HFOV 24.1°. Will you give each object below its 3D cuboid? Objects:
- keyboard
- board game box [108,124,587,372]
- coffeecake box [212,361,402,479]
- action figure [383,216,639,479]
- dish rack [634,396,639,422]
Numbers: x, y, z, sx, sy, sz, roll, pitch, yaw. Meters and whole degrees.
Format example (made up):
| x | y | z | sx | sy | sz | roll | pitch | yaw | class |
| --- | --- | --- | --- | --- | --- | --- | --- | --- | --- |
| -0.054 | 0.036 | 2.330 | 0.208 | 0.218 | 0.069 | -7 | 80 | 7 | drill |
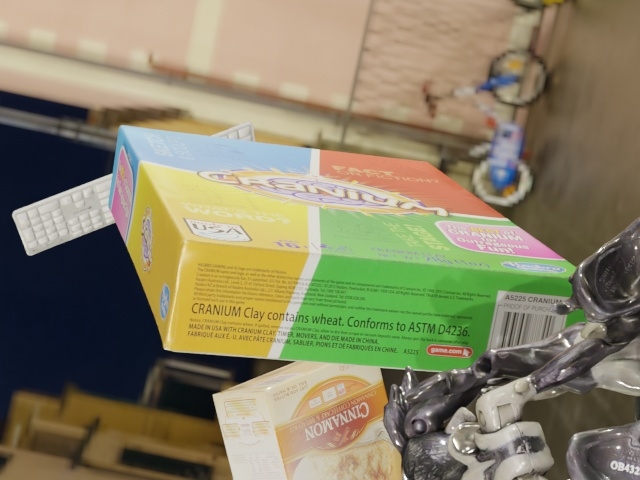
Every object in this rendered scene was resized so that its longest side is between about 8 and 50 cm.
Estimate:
| x | y | z | sx | sy | sz | roll | pitch | yaw | class |
| --- | --- | --- | --- | --- | --- | --- | --- | --- | --- |
| -0.183 | -0.053 | 1.519 | 0.072 | 0.256 | 0.014 | 87 | 158 | -59 | keyboard |
| 0.000 | 0.000 | 0.965 | 0.316 | 0.242 | 0.064 | -132 | 50 | -69 | board game box |
| 0.001 | 0.198 | 1.273 | 0.142 | 0.068 | 0.185 | -18 | -84 | -47 | coffeecake box |
| 0.113 | 0.101 | 0.661 | 0.275 | 0.141 | 0.164 | 121 | 144 | -60 | action figure |
| 0.232 | 0.107 | 0.826 | 0.271 | 0.074 | 0.208 | 92 | -176 | -66 | dish rack |
